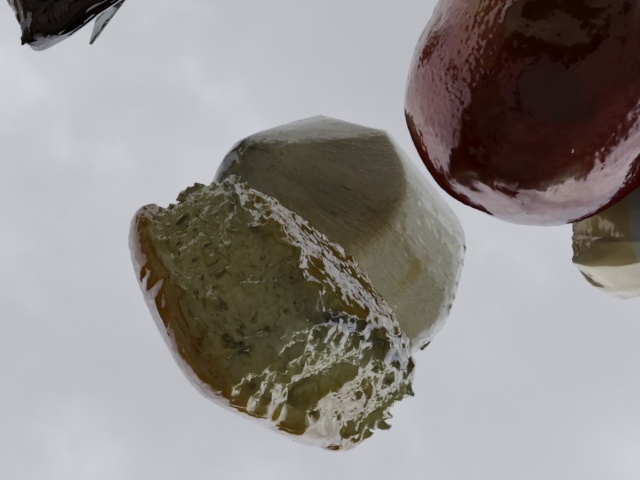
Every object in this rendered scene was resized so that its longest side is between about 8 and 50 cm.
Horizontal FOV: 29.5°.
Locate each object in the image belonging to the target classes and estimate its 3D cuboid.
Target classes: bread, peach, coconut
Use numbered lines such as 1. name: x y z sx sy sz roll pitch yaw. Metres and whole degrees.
1. bread: -0.029 0.054 0.858 0.121 0.245 0.174 -44 -120 9
2. peach: 0.175 -0.121 0.888 0.199 0.243 0.243 32 -111 -13
3. coconut: 0.000 0.000 1.153 0.266 0.237 0.237 40 -114 -32

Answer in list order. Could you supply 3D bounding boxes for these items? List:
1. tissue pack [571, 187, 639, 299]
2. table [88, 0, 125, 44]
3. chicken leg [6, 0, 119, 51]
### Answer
1. tissue pack: 0.307 -0.061 0.953 0.090 0.222 0.186 30 -121 -41
2. table: -0.234 -0.303 1.180 0.146 0.175 0.062 31 -150 -24
3. chicken leg: -0.013 -0.200 0.670 0.096 0.407 0.158 51 -138 -35
